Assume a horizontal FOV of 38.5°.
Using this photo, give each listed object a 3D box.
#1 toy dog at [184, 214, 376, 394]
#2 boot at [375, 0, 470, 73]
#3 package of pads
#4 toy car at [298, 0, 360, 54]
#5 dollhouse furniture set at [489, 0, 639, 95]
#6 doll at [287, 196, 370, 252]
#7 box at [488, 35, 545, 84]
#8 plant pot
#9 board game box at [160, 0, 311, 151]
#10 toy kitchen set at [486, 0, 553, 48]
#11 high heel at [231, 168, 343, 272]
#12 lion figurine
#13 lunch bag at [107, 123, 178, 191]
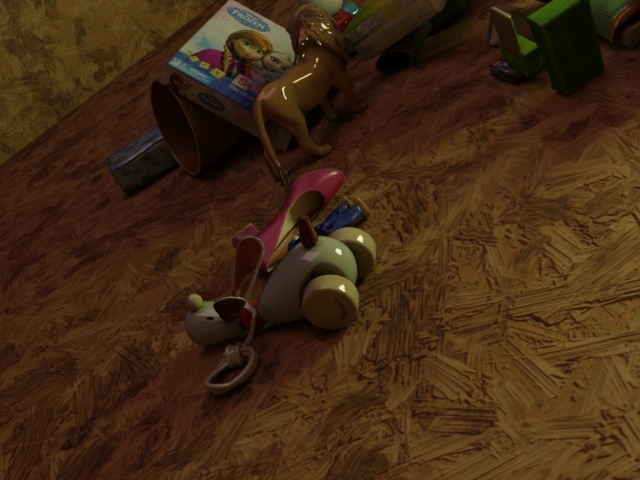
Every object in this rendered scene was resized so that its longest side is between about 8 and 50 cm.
[{"bbox_3d":[-0.080,0.061,1.375,0.334,0.161,0.220,-29,26,6],"label":"toy dog"},{"bbox_3d":[0.230,-0.472,2.066,0.190,0.076,0.208,-28,15,43],"label":"boot"},{"bbox_3d":[0.197,-0.548,2.056,0.229,0.101,0.296,-29,22,39],"label":"package of pads"},{"bbox_3d":[0.003,-0.587,2.322,0.219,0.238,0.210,-39,31,-14],"label":"toy car"},{"bbox_3d":[0.465,-0.416,1.581,0.302,0.151,0.197,-33,36,-3],"label":"dollhouse furniture set"},{"bbox_3d":[0.000,0.000,1.526,0.189,0.046,0.129,-43,27,-22],"label":"doll"},{"bbox_3d":[0.394,-0.345,1.713,0.137,0.027,0.094,-34,27,-4],"label":"box"},{"bbox_3d":[-0.234,-0.311,2.167,0.254,0.237,0.237,-26,22,-22],"label":"plant pot"},{"bbox_3d":[-0.146,-0.384,2.090,0.318,0.319,0.066,-60,-2,-43],"label":"board game box"},{"bbox_3d":[0.416,-0.457,1.831,0.207,0.166,0.122,2,7,-33],"label":"toy kitchen set"},{"bbox_3d":[-0.036,-0.036,1.607,0.244,0.082,0.117,-33,40,-17],"label":"high heel"},{"bbox_3d":[-0.043,-0.311,1.896,0.142,0.240,0.392,-11,34,38],"label":"lion figurine"},{"bbox_3d":[-0.435,-0.223,2.351,0.219,0.090,0.176,-34,27,-4],"label":"lunch bag"}]
